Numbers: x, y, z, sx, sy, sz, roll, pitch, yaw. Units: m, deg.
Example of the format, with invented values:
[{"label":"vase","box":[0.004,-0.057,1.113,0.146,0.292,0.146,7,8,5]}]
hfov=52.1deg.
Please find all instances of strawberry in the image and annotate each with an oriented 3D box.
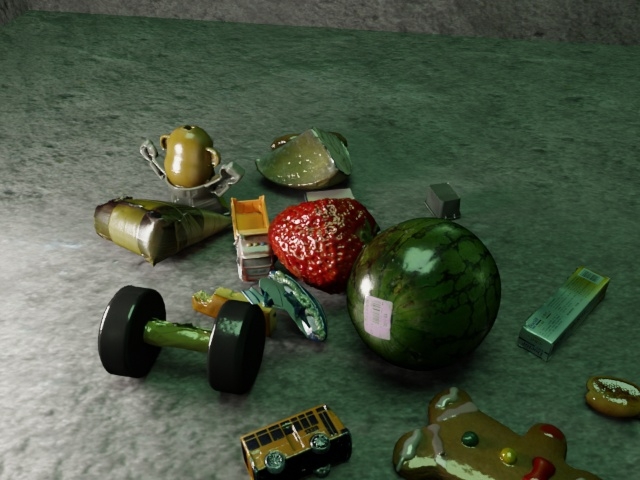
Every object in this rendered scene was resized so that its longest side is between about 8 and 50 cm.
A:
[{"label":"strawberry","box":[0.000,0.000,1.685,0.276,0.257,0.257,24,41,8]}]

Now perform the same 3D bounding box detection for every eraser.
[{"label":"eraser","box":[0.031,-0.122,2.038,0.150,0.023,0.104,-6,38,-8]}]

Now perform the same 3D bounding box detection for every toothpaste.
[{"label":"toothpaste","box":[0.602,0.172,1.607,0.089,0.071,0.313,31,47,32]}]

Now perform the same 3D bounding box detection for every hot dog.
[{"label":"hot dog","box":[0.640,0.339,1.398,0.140,0.060,0.090,3,41,16]}]

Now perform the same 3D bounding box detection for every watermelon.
[{"label":"watermelon","box":[0.233,0.118,1.468,0.363,0.363,0.363,0,37,0]}]

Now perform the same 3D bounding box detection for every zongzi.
[{"label":"zongzi","box":[-0.450,-0.055,1.888,0.289,0.154,0.317,22,23,32]}]

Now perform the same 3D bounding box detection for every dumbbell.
[{"label":"dumbbell","box":[-0.299,0.217,1.445,0.322,0.204,0.204,7,38,10]}]

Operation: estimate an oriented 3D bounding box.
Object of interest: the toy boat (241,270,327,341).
[{"label":"toy boat","box":[-0.067,0.161,1.509,0.210,0.070,0.291,44,10,3]}]

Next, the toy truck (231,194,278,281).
[{"label":"toy truck","box":[-0.184,-0.009,1.798,0.114,0.135,0.270,-6,37,-8]}]

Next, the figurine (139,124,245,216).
[{"label":"figurine","box":[-0.379,-0.207,1.940,0.342,0.285,0.167,2,39,5]}]

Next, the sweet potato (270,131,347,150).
[{"label":"sweet potato","box":[-0.041,-0.345,2.295,0.273,0.075,0.075,-1,37,1]}]

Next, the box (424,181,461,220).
[{"label":"box","box":[0.376,-0.122,1.997,0.084,0.069,0.122,-9,38,-14]}]

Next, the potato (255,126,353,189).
[{"label":"potato","box":[-0.040,-0.223,2.123,0.264,0.211,0.189,-27,76,18]}]

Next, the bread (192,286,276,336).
[{"label":"bread","box":[-0.214,0.165,1.609,0.226,0.088,0.049,17,42,19]}]

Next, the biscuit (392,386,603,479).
[{"label":"biscuit","box":[0.377,0.436,1.261,0.432,0.064,0.283,24,43,29]}]

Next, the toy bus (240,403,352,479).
[{"label":"toy bus","box":[-0.048,0.406,1.279,0.201,0.098,0.114,-17,40,-19]}]
